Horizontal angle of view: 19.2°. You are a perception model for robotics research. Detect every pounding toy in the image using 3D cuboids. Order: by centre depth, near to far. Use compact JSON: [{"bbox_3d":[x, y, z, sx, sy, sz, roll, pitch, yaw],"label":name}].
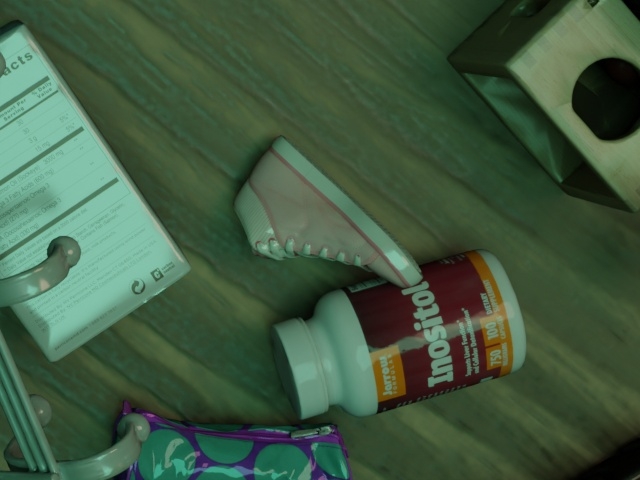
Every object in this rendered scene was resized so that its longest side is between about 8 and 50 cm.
[{"bbox_3d":[0.203,-0.068,1.190,0.094,0.181,0.206,-44,104,-4],"label":"pounding toy"}]

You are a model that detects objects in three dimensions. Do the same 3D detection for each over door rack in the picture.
[{"bbox_3d":[-0.261,0.027,1.074,0.324,0.108,0.239,-9,110,33],"label":"over door rack"}]

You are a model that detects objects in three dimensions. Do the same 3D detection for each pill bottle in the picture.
[{"bbox_3d":[0.049,0.065,1.222,0.152,0.086,0.086,-16,100,-10],"label":"pill bottle"}]

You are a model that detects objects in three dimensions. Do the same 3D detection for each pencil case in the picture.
[{"bbox_3d":[-0.058,0.143,1.219,0.152,0.064,0.070,5,119,-14],"label":"pencil case"}]

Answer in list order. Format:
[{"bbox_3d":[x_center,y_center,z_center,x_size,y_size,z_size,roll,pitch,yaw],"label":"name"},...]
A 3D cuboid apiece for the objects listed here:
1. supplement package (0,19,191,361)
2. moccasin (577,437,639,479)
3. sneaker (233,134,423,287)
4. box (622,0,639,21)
[{"bbox_3d":[-0.175,-0.033,1.150,0.105,0.105,0.179,-34,102,-4],"label":"supplement package"},{"bbox_3d":[0.125,0.267,1.249,0.380,0.139,0.147,-27,93,-17],"label":"moccasin"},{"bbox_3d":[0.000,0.000,1.205,0.134,0.051,0.070,43,92,18],"label":"sneaker"},{"bbox_3d":[0.254,-0.135,1.166,0.059,0.232,0.183,-35,103,0],"label":"box"}]
